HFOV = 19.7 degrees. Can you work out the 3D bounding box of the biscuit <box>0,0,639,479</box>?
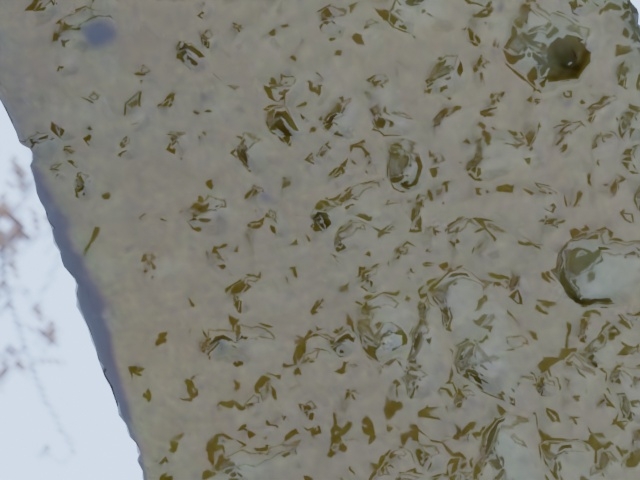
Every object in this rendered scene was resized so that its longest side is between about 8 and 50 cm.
[{"bbox_3d":[0.009,-0.007,0.383,0.131,0.237,0.026,-16,-168,12],"label":"biscuit"}]
